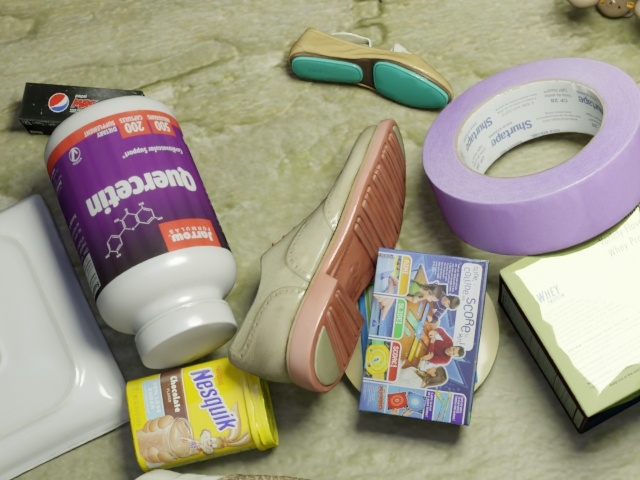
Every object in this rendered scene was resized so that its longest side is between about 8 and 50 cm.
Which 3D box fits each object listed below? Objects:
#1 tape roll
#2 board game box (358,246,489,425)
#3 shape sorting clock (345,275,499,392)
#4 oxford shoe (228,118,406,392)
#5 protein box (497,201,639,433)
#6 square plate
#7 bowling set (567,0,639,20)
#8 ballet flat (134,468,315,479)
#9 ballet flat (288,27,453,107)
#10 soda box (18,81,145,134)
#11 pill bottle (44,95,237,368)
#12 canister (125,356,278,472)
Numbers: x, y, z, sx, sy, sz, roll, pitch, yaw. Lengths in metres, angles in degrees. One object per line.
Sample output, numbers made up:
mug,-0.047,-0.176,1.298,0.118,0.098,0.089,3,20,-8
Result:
tape roll,0.267,-0.108,1.556,0.275,0.090,0.275,-17,37,14
board game box,0.126,0.116,1.537,0.136,0.035,0.201,8,89,9
shape sorting clock,0.122,0.118,1.596,0.206,0.040,0.206,-4,71,10
oxford shoe,0.000,0.000,1.582,0.147,0.140,0.397,5,52,27
protein box,0.349,0.091,1.530,0.200,0.136,0.201,-29,72,-3
square plate,-0.460,0.150,1.647,0.344,0.049,0.347,-27,71,-3
bowling set,0.382,-0.340,1.626,0.287,0.154,0.200,19,31,17
ballet flat,-0.204,0.376,1.428,0.483,0.164,0.182,-46,66,17
ballet flat,0.073,-0.241,1.704,0.232,0.080,0.073,15,59,10
soda box,-0.322,-0.176,1.735,0.169,0.053,0.060,5,72,7
pill bottle,-0.219,-0.010,1.598,0.181,0.181,0.323,-24,69,-2
canister,-0.148,0.214,1.579,0.170,0.073,0.126,-14,70,3
